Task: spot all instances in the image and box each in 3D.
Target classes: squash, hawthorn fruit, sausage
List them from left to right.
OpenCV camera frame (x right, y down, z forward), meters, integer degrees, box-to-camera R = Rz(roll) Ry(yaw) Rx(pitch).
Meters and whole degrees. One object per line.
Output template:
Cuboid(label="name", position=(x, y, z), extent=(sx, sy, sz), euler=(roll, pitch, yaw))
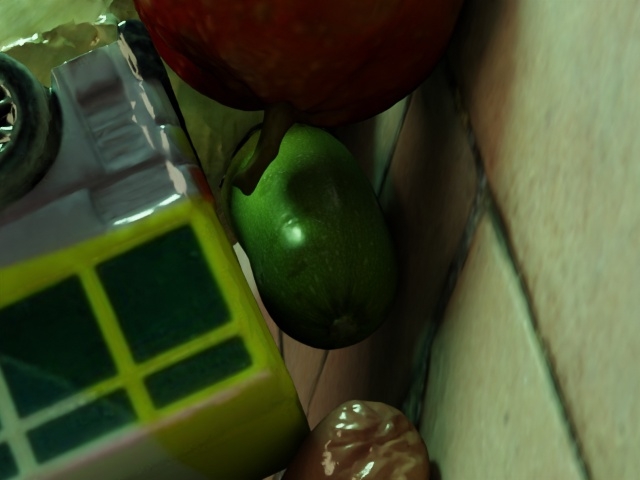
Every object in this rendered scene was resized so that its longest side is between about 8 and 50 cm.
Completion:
Cuboid(label="hawthorn fruit", position=(-0.013, -0.148, 0.687), extent=(0.205, 0.205, 0.253), euler=(164, 109, -77))
Cuboid(label="squash", position=(0.000, 0.000, 0.748), extent=(0.188, 0.095, 0.095), euler=(-120, 41, -64))
Cuboid(label="sausage", position=(0.008, 0.130, 0.642), extent=(0.154, 0.062, 0.062), euler=(116, 161, -54))

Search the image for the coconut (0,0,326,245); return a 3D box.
Cuboid(label="coconut", position=(-0.144, -0.158, 0.929), extent=(0.360, 0.346, 0.346), euler=(114, 162, -61))

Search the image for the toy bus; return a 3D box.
Cuboid(label="toy bus", position=(-0.238, 0.098, 0.662), extent=(0.209, 0.439, 0.249), euler=(84, 162, -73))
